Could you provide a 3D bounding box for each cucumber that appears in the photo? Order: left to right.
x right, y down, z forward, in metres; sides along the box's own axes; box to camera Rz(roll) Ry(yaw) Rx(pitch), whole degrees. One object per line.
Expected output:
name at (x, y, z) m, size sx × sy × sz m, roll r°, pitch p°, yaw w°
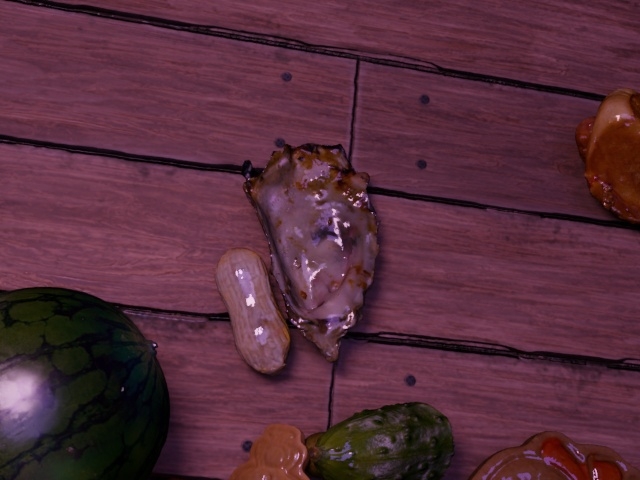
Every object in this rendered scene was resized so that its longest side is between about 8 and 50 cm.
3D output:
cucumber at (0.072, 0.297, 1.177) m, size 0.244 × 0.134 × 0.134 m, roll 8°, pitch 69°, yaw -43°

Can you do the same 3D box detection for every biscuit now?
biscuit at (-0.077, 0.381, 1.187) m, size 0.143 × 0.040 × 0.237 m, roll 5°, pitch 71°, yaw 25°
biscuit at (0.379, 0.483, 1.272) m, size 0.381 × 0.074 × 0.359 m, roll 29°, pitch 72°, yaw 2°

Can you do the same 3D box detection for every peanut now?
peanut at (-0.103, 0.108, 1.272) m, size 0.087 × 0.087 × 0.207 m, roll -17°, pitch 77°, yaw -15°

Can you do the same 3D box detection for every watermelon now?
watermelon at (-0.366, 0.227, 1.054) m, size 0.363 × 0.363 × 0.364 m, roll 3°, pitch 73°, yaw -10°

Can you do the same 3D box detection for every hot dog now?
hot dog at (0.542, -0.126, 1.430) m, size 0.257 × 0.153 × 0.150 m, roll 45°, pitch 42°, yaw -7°

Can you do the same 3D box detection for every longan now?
longan at (0.007, 0.324, 1.233) m, size 0.075 × 0.075 × 0.083 m, roll -34°, pitch 48°, yaw -18°

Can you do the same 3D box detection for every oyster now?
oyster at (0.006, 0.010, 1.320) m, size 0.221 × 0.096 × 0.361 m, roll -13°, pitch 75°, yaw -22°

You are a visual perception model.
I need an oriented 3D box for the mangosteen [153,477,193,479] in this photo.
mangosteen at (-0.211, 0.416, 1.148) m, size 0.155 × 0.182 × 0.146 m, roll 0°, pitch 30°, yaw -27°
